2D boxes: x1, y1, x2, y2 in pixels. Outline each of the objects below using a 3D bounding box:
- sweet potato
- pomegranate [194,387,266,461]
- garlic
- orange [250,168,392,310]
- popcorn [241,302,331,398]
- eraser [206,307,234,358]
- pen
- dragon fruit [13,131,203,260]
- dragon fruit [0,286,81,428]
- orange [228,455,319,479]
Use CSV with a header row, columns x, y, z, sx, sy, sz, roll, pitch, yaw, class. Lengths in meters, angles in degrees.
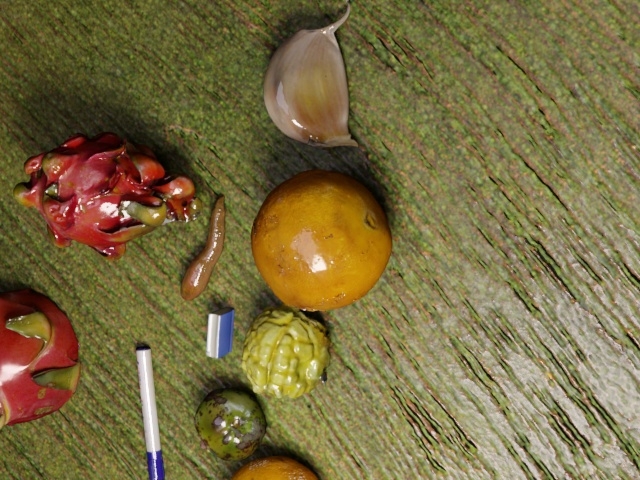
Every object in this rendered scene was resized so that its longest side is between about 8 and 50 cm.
x,y,z,sx,sy,sz,roll,pitch,yaw,class
-0.212,0.020,1.732,0.050,0.050,0.214,27,101,18,sweet potato
-0.180,0.351,1.709,0.163,0.125,0.138,-42,92,21,pomegranate
-0.026,-0.292,1.600,0.128,0.148,0.266,19,111,57,garlic
0.000,0.000,1.540,0.240,0.240,0.240,2,96,22,orange
-0.057,0.203,1.632,0.142,0.173,0.173,-14,90,31,popcorn
-0.187,0.173,1.725,0.027,0.063,0.084,8,99,19,eraser
-0.336,0.342,1.821,0.033,0.033,0.269,-3,94,23,pen
-0.391,-0.093,1.696,0.307,0.227,0.243,-27,90,20,dragon fruit
-0.659,0.245,1.841,0.305,0.226,0.305,1,93,22,dragon fruit
-0.086,0.504,1.662,0.224,0.170,0.224,3,97,24,orange
